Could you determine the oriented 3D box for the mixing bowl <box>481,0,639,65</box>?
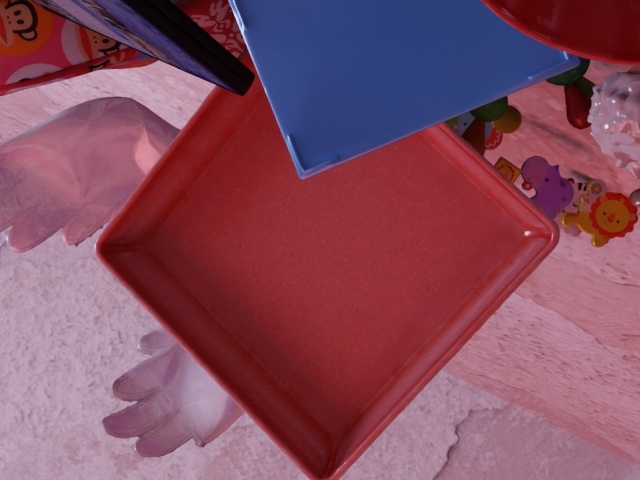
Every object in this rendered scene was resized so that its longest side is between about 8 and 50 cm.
[{"bbox_3d":[0.140,-0.169,0.481,0.182,0.098,0.181,7,142,6],"label":"mixing bowl"}]

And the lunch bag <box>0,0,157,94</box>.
[{"bbox_3d":[-0.289,-0.189,1.136,0.293,0.258,0.120,9,119,66],"label":"lunch bag"}]

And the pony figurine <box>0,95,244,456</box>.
[{"bbox_3d":[-0.090,-0.026,1.077,0.302,0.351,0.363,53,180,-2],"label":"pony figurine"}]

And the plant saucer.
[{"bbox_3d":[0.000,0.000,0.874,0.259,0.258,0.048,44,-163,13],"label":"plant saucer"}]

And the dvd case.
[{"bbox_3d":[-0.180,-0.185,0.850,0.253,0.022,0.180,27,176,37],"label":"dvd case"}]

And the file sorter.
[{"bbox_3d":[0.058,-0.126,0.695,0.170,0.118,0.104,-21,-178,24],"label":"file sorter"}]

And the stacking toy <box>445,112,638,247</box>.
[{"bbox_3d":[0.161,-0.072,1.035,0.221,0.052,0.167,34,-175,2],"label":"stacking toy"}]

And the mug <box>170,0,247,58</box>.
[{"bbox_3d":[-0.104,-0.209,0.992,0.150,0.113,0.169,24,173,27],"label":"mug"}]

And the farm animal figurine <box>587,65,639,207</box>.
[{"bbox_3d":[0.348,0.025,0.756,0.330,0.172,0.327,20,166,39],"label":"farm animal figurine"}]

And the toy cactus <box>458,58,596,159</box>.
[{"bbox_3d":[0.115,-0.142,0.800,0.219,0.112,0.180,39,158,-10],"label":"toy cactus"}]
